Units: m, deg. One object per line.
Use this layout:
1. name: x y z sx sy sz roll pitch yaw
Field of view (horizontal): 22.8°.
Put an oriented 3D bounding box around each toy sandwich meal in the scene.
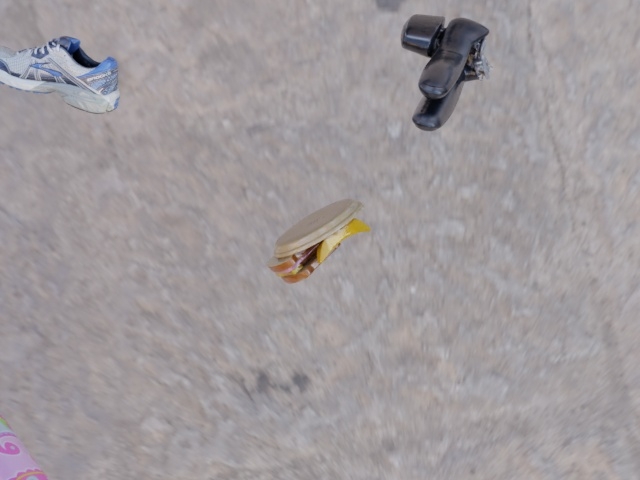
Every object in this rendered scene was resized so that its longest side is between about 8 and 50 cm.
1. toy sandwich meal: 0.000 0.000 1.185 0.086 0.085 0.029 -31 102 -3

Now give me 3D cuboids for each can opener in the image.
1. can opener: 0.093 -0.125 1.219 0.073 0.186 0.059 3 117 8

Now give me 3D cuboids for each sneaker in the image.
1. sneaker: -0.244 -0.164 1.457 0.135 0.052 0.058 17 115 5

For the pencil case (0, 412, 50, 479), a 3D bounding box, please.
1. pencil case: -0.270 0.230 1.287 0.124 0.124 0.284 -41 62 -5
